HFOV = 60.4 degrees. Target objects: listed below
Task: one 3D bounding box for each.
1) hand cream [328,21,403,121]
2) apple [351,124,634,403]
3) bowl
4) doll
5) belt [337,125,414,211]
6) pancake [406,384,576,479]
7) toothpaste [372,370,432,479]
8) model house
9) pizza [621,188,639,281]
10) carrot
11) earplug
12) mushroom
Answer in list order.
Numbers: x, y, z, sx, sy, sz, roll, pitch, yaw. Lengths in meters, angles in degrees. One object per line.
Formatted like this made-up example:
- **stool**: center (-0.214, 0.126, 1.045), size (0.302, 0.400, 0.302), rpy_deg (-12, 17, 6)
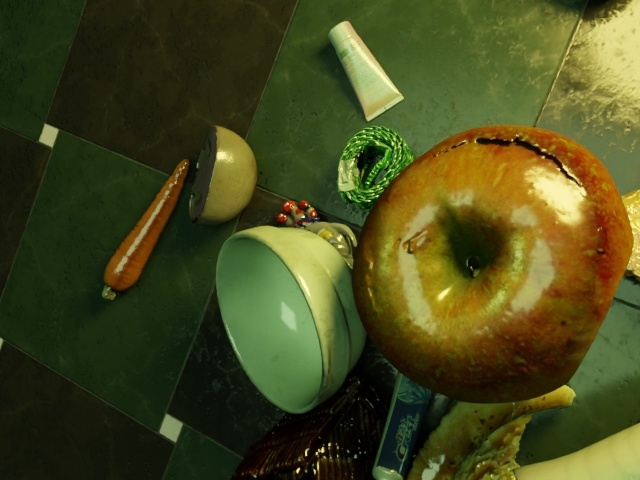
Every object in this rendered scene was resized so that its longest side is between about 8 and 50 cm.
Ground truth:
- **hand cream**: center (0.075, -0.311, 1.002), size (0.076, 0.047, 0.174), rpy_deg (-31, 87, 14)
- **apple**: center (0.239, 0.038, 0.776), size (0.384, 0.374, 0.374), rpy_deg (-39, 76, 18)
- **bowl**: center (-0.037, 0.113, 0.918), size (0.307, 0.163, 0.307), rpy_deg (26, 126, 42)
- **doll**: center (0.000, -0.001, 1.000), size (0.195, 0.062, 0.104), rpy_deg (41, 99, 22)
- **belt**: center (0.097, -0.121, 0.969), size (0.121, 0.079, 0.151), rpy_deg (23, 84, 28)
- **pancake**: center (0.248, 0.337, 0.822), size (0.376, 0.054, 0.197), rpy_deg (-44, 108, -12)
- **toothpaste**: center (0.133, 0.279, 0.866), size (0.069, 0.047, 0.268), rpy_deg (8, 46, 22)
- **model house**: center (0.005, 0.396, 0.927), size (0.317, 0.297, 0.282), rpy_deg (-35, 52, 38)
- **pizza**: center (0.531, 0.010, 0.821), size (0.292, 0.058, 0.197), rpy_deg (-13, 75, 18)
- **carrot**: center (-0.351, -0.020, 1.124), size (0.069, 0.069, 0.336), rpy_deg (33, 92, 17)
- **earplug**: center (0.450, 0.324, 0.730), size (0.324, 0.185, 0.185), rpy_deg (-31, 79, 8)
- **mushroom**: center (-0.181, -0.112, 1.039), size (0.117, 0.141, 0.188), rpy_deg (17, 96, -16)
